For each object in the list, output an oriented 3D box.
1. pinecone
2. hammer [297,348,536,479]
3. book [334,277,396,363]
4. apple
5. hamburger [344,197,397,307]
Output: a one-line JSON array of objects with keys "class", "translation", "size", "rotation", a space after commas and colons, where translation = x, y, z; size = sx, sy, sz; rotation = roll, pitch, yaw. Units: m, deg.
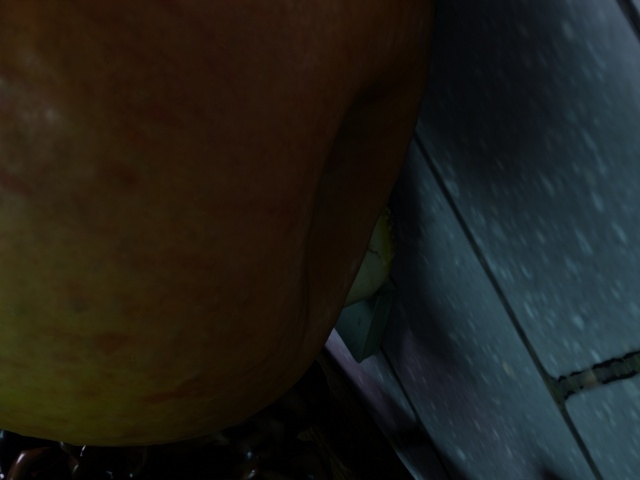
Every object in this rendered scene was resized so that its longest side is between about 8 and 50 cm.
[{"class": "pinecone", "translation": [-0.100, 0.103, 0.803], "size": [0.272, 0.224, 0.224], "rotation": [-127, 18, -52]}, {"class": "hammer", "translation": [0.050, 0.176, 0.861], "size": [0.409, 0.095, 0.243], "rotation": [45, 156, 55]}, {"class": "book", "translation": [0.000, 0.000, 0.870], "size": [0.135, 0.017, 0.103], "rotation": [57, 161, 22]}, {"class": "apple", "translation": [-0.091, -0.073, 0.562], "size": [0.275, 0.299, 0.299], "rotation": [35, 157, 13]}, {"class": "hamburger", "translation": [-0.010, -0.028, 0.743], "size": [0.126, 0.081, 0.141], "rotation": [51, 173, 49]}]
